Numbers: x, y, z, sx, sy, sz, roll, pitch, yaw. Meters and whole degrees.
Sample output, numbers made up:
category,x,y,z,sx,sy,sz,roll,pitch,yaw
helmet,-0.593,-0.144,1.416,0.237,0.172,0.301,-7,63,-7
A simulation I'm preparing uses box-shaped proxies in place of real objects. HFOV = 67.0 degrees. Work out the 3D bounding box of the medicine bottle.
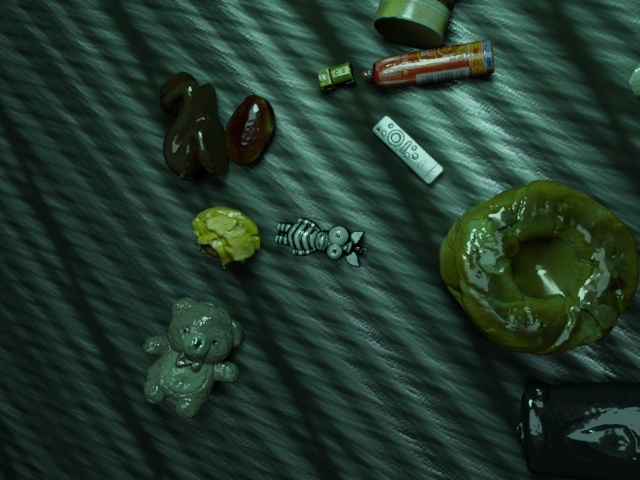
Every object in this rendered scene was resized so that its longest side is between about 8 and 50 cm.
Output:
category,x,y,z,sx,sy,sz,roll,pitch,yaw
medicine bottle,0.228,-0.583,0.992,0.151,0.151,0.322,18,96,12

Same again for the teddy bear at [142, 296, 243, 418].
category,x,y,z,sx,sy,sz,roll,pitch,yaw
teddy bear,-0.306,0.280,1.161,0.236,0.151,0.267,28,102,-11

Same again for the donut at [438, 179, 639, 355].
category,x,y,z,sx,sy,sz,roll,pitch,yaw
donut,0.424,0.054,0.973,0.361,0.170,0.359,0,90,8

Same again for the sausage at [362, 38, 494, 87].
category,x,y,z,sx,sy,sz,roll,pitch,yaw
sausage,0.228,-0.375,1.044,0.274,0.074,0.074,-5,92,14

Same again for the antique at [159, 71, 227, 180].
category,x,y,z,sx,sy,sz,roll,pitch,yaw
antique,-0.314,-0.273,1.154,0.144,0.121,0.256,-6,98,22

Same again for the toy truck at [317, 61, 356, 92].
category,x,y,z,sx,sy,sz,roll,pitch,yaw
toy truck,0.033,-0.371,1.097,0.083,0.054,0.049,-12,90,14

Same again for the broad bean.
category,x,y,z,sx,sy,sz,roll,pitch,yaw
broad bean,-0.170,-0.258,1.138,0.114,0.084,0.165,42,108,24

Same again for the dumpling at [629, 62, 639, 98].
category,x,y,z,sx,sy,sz,roll,pitch,yaw
dumpling,0.711,-0.330,0.922,0.229,0.124,0.151,-23,124,18

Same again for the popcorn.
category,x,y,z,sx,sy,sz,roll,pitch,yaw
popcorn,-0.217,-0.012,1.129,0.167,0.148,0.152,18,66,25

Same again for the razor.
category,x,y,z,sx,sy,sz,roll,pitch,yaw
razor,0.584,0.388,0.976,0.349,0.113,0.204,0,92,15

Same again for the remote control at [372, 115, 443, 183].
category,x,y,z,sx,sy,sz,roll,pitch,yaw
remote control,0.196,-0.203,1.084,0.050,0.027,0.184,-45,78,10

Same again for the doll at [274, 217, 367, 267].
category,x,y,z,sx,sy,sz,roll,pitch,yaw
doll,0.000,0.000,1.117,0.220,0.067,0.090,11,91,11
